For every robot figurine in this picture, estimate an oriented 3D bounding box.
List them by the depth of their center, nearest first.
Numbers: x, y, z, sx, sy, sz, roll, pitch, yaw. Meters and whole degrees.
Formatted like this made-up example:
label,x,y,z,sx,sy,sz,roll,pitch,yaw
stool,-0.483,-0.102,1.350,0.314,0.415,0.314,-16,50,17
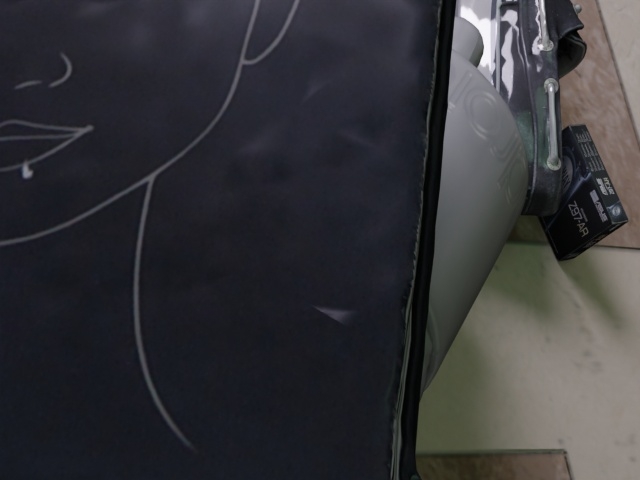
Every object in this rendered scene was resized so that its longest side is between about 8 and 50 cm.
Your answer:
label,x,y,z,sx,sy,sz,roll,pitch,yaw
robot figurine,0.000,0.000,1.045,0.353,0.199,0.300,-58,133,-40

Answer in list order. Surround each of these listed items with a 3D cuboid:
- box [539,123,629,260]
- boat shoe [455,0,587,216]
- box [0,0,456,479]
label,x,y,z,sx,sy,sz,roll,pitch,yaw
box,0.189,-0.036,1.287,0.018,0.067,0.083,-9,71,-37
boat shoe,0.147,-0.154,1.282,0.102,0.108,0.301,8,60,-4
box,-0.189,-0.053,0.727,0.480,0.297,0.472,7,58,1
